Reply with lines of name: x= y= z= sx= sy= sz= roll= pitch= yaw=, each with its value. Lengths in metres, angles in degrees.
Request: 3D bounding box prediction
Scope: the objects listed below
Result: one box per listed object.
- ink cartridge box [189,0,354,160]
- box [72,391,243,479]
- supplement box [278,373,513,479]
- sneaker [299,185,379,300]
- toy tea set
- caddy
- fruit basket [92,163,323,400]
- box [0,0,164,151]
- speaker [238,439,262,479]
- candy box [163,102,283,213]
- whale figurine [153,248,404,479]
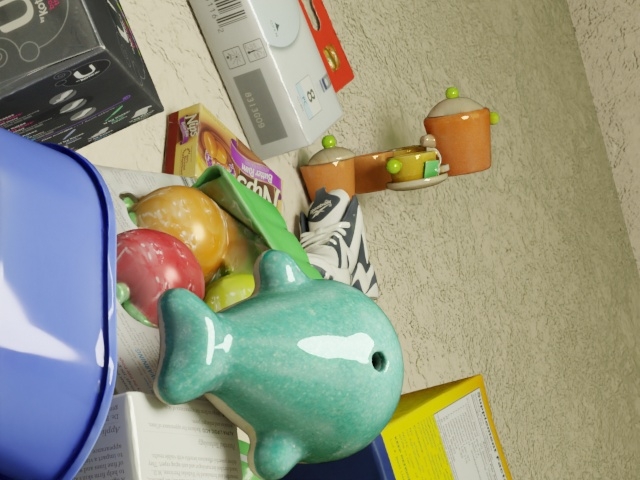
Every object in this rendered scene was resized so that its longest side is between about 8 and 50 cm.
ink cartridge box: x=-0.041 y=-0.312 z=2.231 sx=0.308 sy=0.091 sz=0.385 roll=67 pitch=28 yaw=-13
box: x=-0.191 y=0.216 z=1.509 sx=0.182 sy=0.181 sz=0.119 roll=18 pitch=62 yaw=-61
supplement box: x=0.075 y=0.303 z=1.967 sx=0.356 sy=0.195 sz=0.194 roll=-15 pitch=88 yaw=-63
sneaker: x=0.000 y=0.000 z=2.119 sx=0.235 sy=0.094 sz=0.153 roll=12 pitch=63 yaw=-61
toy tea set: x=0.106 y=-0.135 z=2.297 sx=0.336 sy=0.200 sz=0.124 roll=-19 pitch=100 yaw=-59
caddy: x=-0.283 y=0.065 z=1.361 sx=0.179 sy=0.241 sz=0.341 roll=28 pitch=51 yaw=-47
fruit basket: x=-0.152 y=0.049 z=1.689 sx=0.353 sy=0.165 sz=0.327 roll=2 pitch=46 yaw=-48
box: x=-0.257 y=-0.186 z=1.510 sx=0.270 sy=0.143 sz=0.165 roll=50 pitch=16 yaw=-82
speaker: x=-0.124 y=0.339 z=1.634 sx=0.131 sy=0.131 sz=0.296 roll=55 pitch=31 yaw=-32
candy box: x=-0.114 y=-0.067 z=1.980 sx=0.186 sy=0.053 sz=0.109 roll=42 pitch=39 yaw=-45
whale figurine: x=-0.030 y=0.110 z=1.513 sx=0.272 sy=0.141 sz=0.216 roll=18 pitch=69 yaw=-46
